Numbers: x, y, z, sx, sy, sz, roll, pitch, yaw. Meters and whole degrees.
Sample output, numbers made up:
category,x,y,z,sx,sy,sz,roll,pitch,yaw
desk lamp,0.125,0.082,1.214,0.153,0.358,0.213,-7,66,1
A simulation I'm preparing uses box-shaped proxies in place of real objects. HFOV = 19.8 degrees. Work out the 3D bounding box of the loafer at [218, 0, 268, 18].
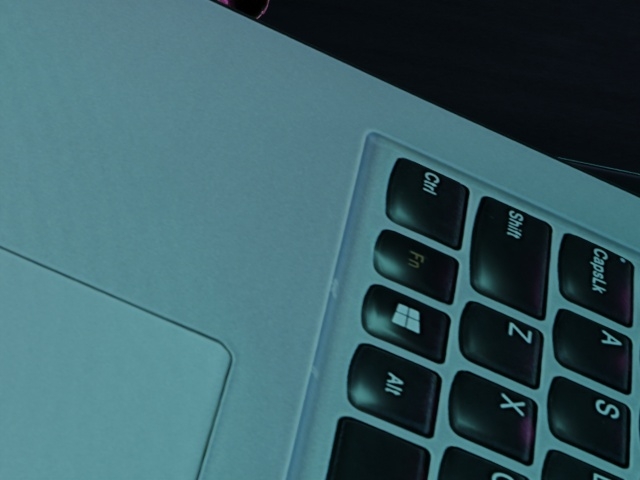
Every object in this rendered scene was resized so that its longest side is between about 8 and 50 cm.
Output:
category,x,y,z,sx,sy,sz,roll,pitch,yaw
loafer,-0.092,-0.167,1.253,0.050,0.056,0.148,11,21,38

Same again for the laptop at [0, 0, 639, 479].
category,x,y,z,sx,sy,sz,roll,pitch,yaw
laptop,0.112,0.042,0.262,0.408,0.236,0.382,24,37,-8
